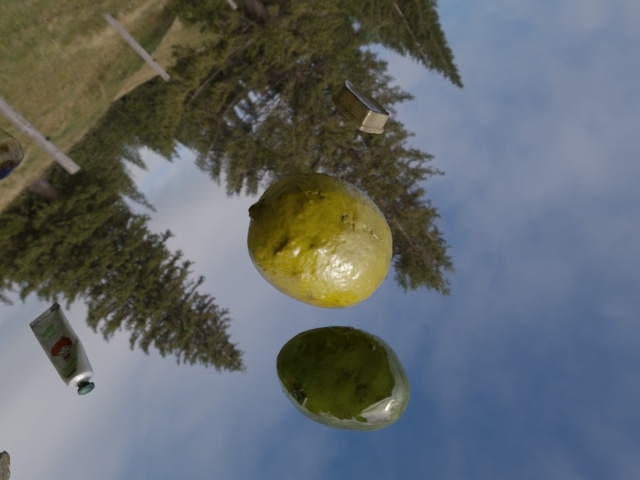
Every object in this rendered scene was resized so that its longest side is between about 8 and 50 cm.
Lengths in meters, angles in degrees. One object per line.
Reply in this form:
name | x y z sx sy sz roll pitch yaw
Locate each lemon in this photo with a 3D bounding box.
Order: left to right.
lemon | 0.002 0.001 0.849 0.260 0.284 0.260 -156 -90 -89

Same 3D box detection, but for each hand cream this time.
hand cream | -0.840 0.358 1.459 0.121 0.076 0.336 -41 -113 -8

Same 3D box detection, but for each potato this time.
potato | 0.040 0.254 0.833 0.254 0.148 0.186 21 -111 15

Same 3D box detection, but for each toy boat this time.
toy boat | 0.103 -0.378 1.236 0.188 0.116 0.061 52 -53 26

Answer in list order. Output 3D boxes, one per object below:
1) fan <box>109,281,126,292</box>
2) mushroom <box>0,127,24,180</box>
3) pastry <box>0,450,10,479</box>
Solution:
fan | -0.594 0.139 1.301 0.056 0.004 0.083 -38 -170 -30
mushroom | -0.520 -0.104 0.586 0.312 0.081 0.100 4 -162 25
pastry | -0.731 0.492 0.881 0.093 0.193 0.182 -140 -125 -79
